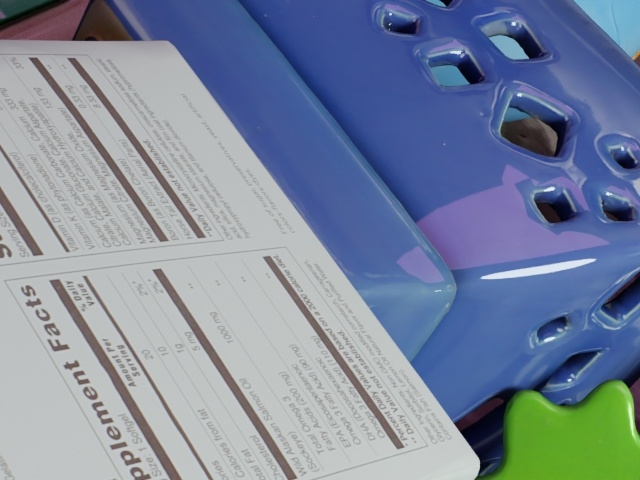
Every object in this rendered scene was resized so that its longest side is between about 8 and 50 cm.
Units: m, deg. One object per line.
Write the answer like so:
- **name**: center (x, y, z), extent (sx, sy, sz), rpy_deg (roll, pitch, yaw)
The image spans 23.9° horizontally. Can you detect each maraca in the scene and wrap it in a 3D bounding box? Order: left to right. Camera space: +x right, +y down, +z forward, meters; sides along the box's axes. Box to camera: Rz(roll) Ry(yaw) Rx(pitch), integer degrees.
- **maraca**: center (0.086, 0.144, 0.597), extent (0.127, 0.185, 0.099), rpy_deg (32, 9, 3)

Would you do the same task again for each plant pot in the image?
- **plant pot**: center (0.000, 0.000, 0.658), extent (0.212, 0.236, 0.236), rpy_deg (-11, 55, -43)

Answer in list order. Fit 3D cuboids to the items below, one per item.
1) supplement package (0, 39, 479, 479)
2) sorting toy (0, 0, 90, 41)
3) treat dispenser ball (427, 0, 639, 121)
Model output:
- **supplement package**: center (-0.138, 0.075, 0.453), extent (0.263, 0.199, 0.198), rpy_deg (-7, 52, -47)
- **sorting toy**: center (-0.206, -0.160, 0.755), extent (0.348, 0.047, 0.196), rpy_deg (-34, 91, -40)
- **treat dispenser ball**: center (0.100, -0.218, 0.970), extent (0.288, 0.288, 0.288), rpy_deg (24, 34, -18)
